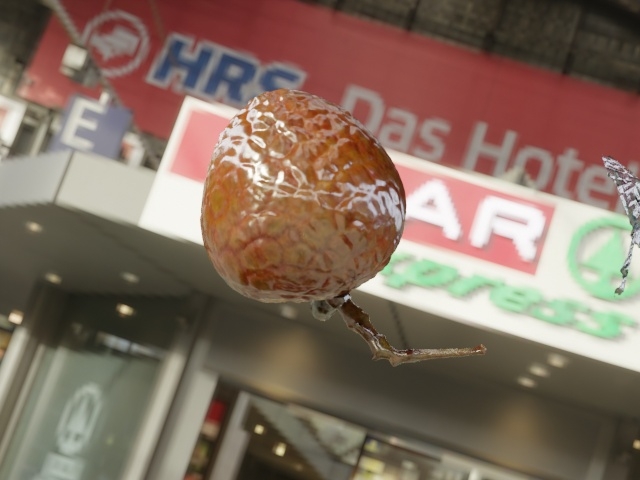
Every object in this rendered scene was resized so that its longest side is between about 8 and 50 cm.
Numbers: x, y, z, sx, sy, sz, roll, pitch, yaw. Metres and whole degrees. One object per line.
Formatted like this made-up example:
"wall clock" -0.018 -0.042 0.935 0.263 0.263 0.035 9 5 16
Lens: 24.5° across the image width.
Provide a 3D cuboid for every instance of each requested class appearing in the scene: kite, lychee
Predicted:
"kite" 0.236 -0.004 1.109 0.011 0.157 0.139 -15 -63 30
"lychee" -0.004 -0.005 0.709 0.114 0.140 0.101 -20 -19 40
